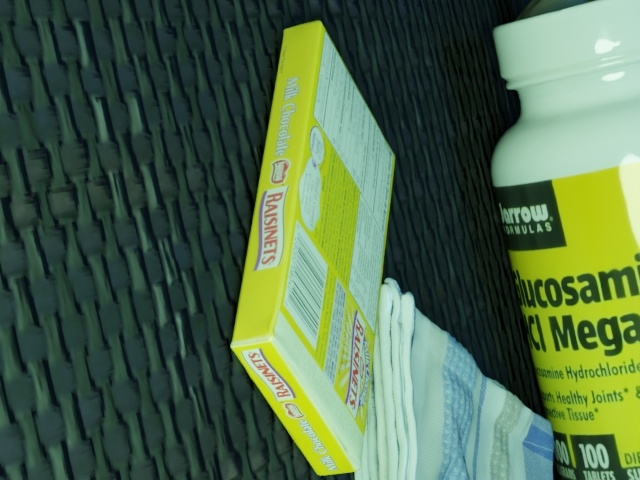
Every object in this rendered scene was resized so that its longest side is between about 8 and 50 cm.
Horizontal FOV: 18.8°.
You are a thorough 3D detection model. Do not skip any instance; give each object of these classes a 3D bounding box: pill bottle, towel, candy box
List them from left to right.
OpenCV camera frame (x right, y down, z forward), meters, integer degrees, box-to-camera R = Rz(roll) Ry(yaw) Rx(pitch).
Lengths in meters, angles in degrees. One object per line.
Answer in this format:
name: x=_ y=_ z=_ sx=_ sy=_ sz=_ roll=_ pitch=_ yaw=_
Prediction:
candy box: x=0.000 y=0.000 z=0.937 sx=0.105 sy=0.027 sz=0.206 roll=62 pitch=27 yaw=-43
towel: x=0.084 y=0.159 z=1.062 sx=0.285 sy=0.034 sz=0.209 roll=43 pitch=41 yaw=-57
pill bottle: x=0.218 y=0.006 z=1.273 sx=0.188 sy=0.188 sz=0.334 roll=-22 pitch=99 yaw=-69

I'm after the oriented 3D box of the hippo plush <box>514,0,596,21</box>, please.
hippo plush: x=0.295 y=-0.099 z=1.461 sx=0.236 sy=0.234 sz=0.294 roll=-22 pitch=99 yaw=-68
